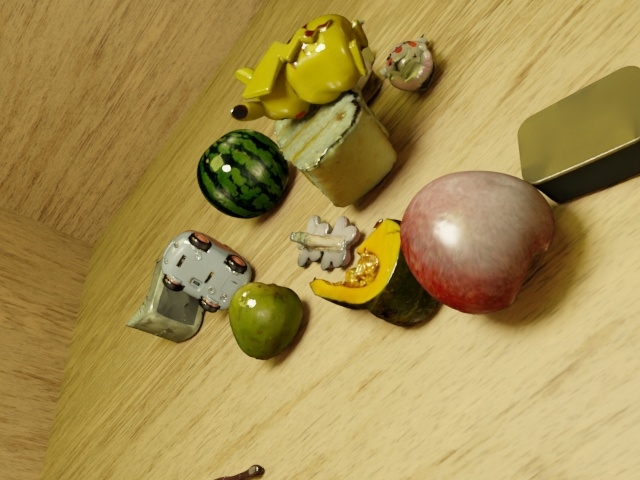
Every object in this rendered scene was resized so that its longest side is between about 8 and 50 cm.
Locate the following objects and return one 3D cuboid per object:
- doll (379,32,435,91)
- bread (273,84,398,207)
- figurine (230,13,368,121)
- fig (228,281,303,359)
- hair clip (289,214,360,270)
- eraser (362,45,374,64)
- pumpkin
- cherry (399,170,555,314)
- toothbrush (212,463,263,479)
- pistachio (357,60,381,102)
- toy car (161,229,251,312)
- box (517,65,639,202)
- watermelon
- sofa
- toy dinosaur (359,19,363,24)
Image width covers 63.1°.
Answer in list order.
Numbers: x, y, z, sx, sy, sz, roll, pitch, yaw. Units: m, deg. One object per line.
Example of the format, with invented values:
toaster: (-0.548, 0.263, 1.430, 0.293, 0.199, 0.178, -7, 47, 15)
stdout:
doll: (0.232, -0.448, 1.332, 0.149, 0.095, 0.192, -39, 35, 21)
bread: (0.054, -0.235, 1.279, 0.239, 0.264, 0.395, -36, 37, 15)
figurine: (-0.051, -0.359, 1.136, 0.326, 0.169, 0.218, -28, 35, 30)
fig: (-0.138, 0.194, 1.266, 0.181, 0.180, 0.191, 6, 93, 57)
hair clip: (0.006, 0.003, 1.321, 0.257, 0.075, 0.146, 7, 73, 50)
eraser: (0.069, -0.540, 1.621, 0.172, 0.058, 0.117, -1, 41, 44)
pumpkin: (0.115, 0.057, 1.045, 0.280, 0.139, 0.190, 9, 77, 54)
cherry: (0.236, -0.011, 0.832, 0.239, 0.206, 0.240, -2, 79, 10)
toothbrush: (-0.255, 0.593, 1.243, 0.364, 0.040, 0.041, -38, 38, 32)
pistachio: (0.069, -0.427, 1.511, 0.215, 0.144, 0.144, -35, 37, 13)
toy car: (-0.346, 0.078, 1.609, 0.181, 0.270, 0.212, -55, 13, 11)
box: (0.425, -0.156, 0.816, 0.201, 0.090, 0.145, -27, 44, 42)
watermelon: (-0.241, -0.210, 1.645, 0.285, 0.285, 0.285, -35, 39, 35)
sofa: (-0.509, 0.208, 1.769, 0.176, 0.210, 0.226, -27, 47, 44)
toy dinosaur: (0.076, -0.700, 1.822, 0.187, 0.044, 0.106, -35, 24, 56)
